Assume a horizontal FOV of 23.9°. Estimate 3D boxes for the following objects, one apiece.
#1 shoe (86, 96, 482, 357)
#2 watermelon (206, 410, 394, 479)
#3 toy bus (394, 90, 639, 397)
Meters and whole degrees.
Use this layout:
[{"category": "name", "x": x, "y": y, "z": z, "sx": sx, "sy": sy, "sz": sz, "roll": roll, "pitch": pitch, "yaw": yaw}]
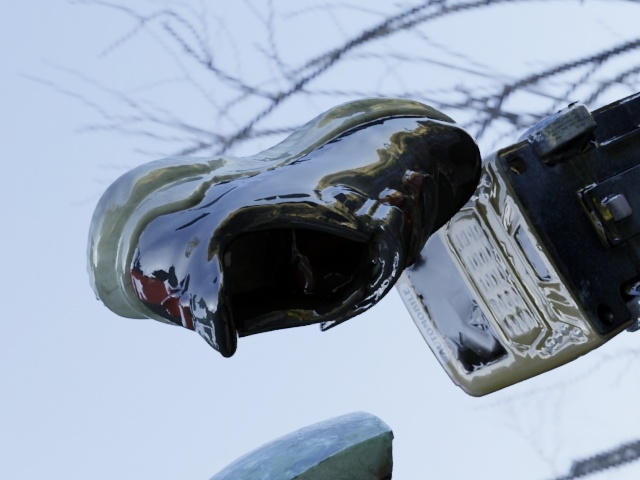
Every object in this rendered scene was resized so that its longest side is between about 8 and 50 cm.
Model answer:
[{"category": "shoe", "x": 0.000, "y": 0.000, "z": 0.761, "sx": 0.227, "sy": 0.112, "sz": 0.099, "roll": -15, "pitch": -57, "yaw": -26}, {"category": "watermelon", "x": -0.043, "y": 0.284, "z": 1.129, "sx": 0.320, "sy": 0.214, "sz": 0.289, "roll": -57, "pitch": 3, "yaw": -24}, {"category": "toy bus", "x": 0.182, "y": -0.011, "z": 0.973, "sx": 0.289, "sy": 0.157, "sz": 0.139, "roll": -25, "pitch": -97, "yaw": -46}]
